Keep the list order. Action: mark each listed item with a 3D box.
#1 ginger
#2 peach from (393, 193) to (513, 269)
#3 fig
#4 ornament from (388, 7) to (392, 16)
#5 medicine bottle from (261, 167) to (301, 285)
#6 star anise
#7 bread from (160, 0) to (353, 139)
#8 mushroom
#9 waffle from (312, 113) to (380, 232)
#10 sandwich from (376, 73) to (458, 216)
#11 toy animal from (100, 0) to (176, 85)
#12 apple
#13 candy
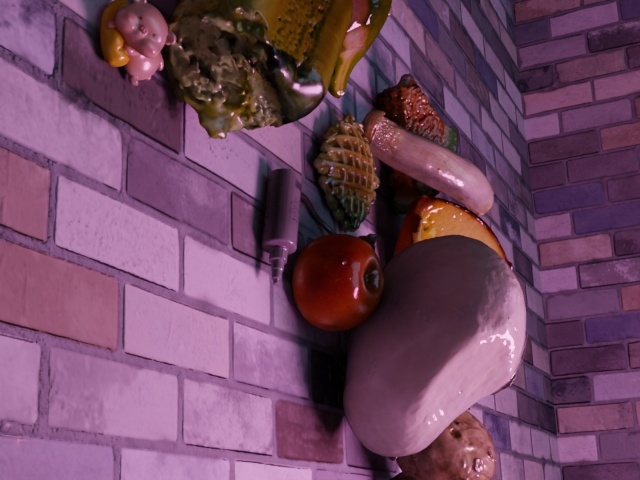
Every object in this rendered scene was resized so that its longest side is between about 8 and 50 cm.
[{"bbox_3d":[0.203,0.334,1.832,0.176,0.256,0.375,11,65,-33],"label":"ginger"},{"bbox_3d":[0.261,0.068,2.095,0.201,0.257,0.362,-160,-134,-79],"label":"peach"},{"bbox_3d":[0.027,-0.394,1.810,0.206,0.206,0.275,-63,162,-55],"label":"fig"},{"bbox_3d":[0.056,-0.561,1.909,0.230,0.061,0.245,46,-10,46],"label":"ornament"},{"bbox_3d":[-0.064,-0.019,1.569,0.057,0.057,0.199,46,41,-52],"label":"medicine bottle"},{"bbox_3d":[0.000,0.000,1.762,0.227,0.218,0.148,33,74,-7],"label":"star anise"},{"bbox_3d":[-0.089,-0.321,1.439,0.251,0.208,0.377,57,32,-30],"label":"bread"},{"bbox_3d":[0.224,-0.158,2.035,0.351,0.122,0.095,30,64,-20],"label":"mushroom"},{"bbox_3d":[0.054,-0.127,1.885,0.208,0.054,0.214,-66,142,-47],"label":"waffle"},{"bbox_3d":[0.224,-0.224,2.183,0.250,0.162,0.301,-61,139,-62],"label":"sandwich"},{"bbox_3d":[-0.228,-0.253,1.251,0.091,0.082,0.114,-70,143,-47],"label":"toy animal"},{"bbox_3d":[0.031,0.069,1.650,0.163,0.139,0.164,-9,90,-68],"label":"apple"},{"bbox_3d":[0.173,0.150,1.708,0.186,0.386,0.427,40,21,-21],"label":"candy"}]
